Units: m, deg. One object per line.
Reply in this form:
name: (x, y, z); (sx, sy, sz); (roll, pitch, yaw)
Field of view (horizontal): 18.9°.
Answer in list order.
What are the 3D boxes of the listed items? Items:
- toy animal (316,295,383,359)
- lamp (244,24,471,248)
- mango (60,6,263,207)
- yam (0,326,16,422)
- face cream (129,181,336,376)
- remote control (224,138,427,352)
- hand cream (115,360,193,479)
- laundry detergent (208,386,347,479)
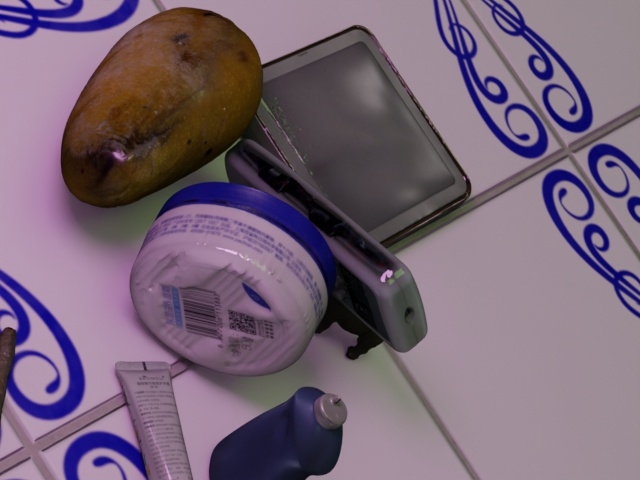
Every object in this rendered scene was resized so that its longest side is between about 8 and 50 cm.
toy animal: (0.018, 0.079, 2.190); (0.136, 0.065, 0.047); (37, 45, -12)
lamp: (0.037, -0.118, 2.347); (0.269, 0.047, 0.266); (-28, 82, -45)
mango: (-0.177, -0.134, 2.095); (0.176, 0.176, 0.329); (32, 50, -1)
yam: (-0.326, 0.182, 1.878); (0.027, 0.029, 0.234); (68, 22, -50)
face cream: (-0.094, 0.046, 2.020); (0.206, 0.206, 0.111); (36, 47, -14)
remote control: (0.000, 0.000, 2.106); (0.056, 0.140, 0.296); (-38, 54, -16)
hand cream: (-0.163, 0.211, 1.981); (0.067, 0.042, 0.194); (0, 57, -30)
laundry detergent: (-0.037, 0.211, 1.958); (0.061, 0.206, 0.096); (14, 53, -32)
